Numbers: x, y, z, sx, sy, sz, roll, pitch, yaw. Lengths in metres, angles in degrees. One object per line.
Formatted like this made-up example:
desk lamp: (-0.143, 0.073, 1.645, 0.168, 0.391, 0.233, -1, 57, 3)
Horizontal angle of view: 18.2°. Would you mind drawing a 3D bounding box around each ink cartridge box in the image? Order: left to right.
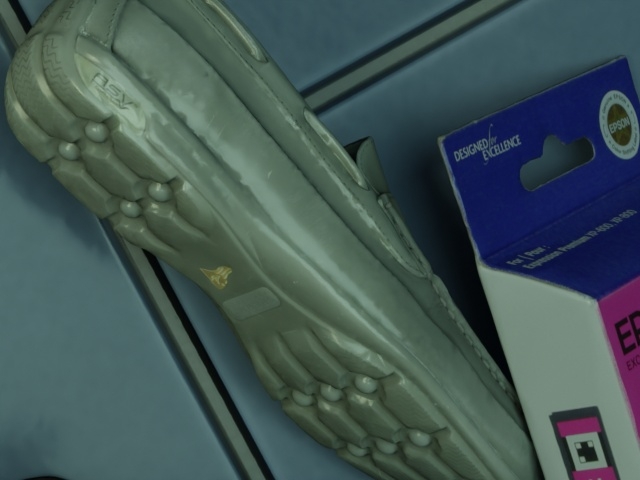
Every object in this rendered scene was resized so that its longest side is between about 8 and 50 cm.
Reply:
ink cartridge box: (0.177, 0.100, 0.946, 0.176, 0.069, 0.371, -25, 97, -49)

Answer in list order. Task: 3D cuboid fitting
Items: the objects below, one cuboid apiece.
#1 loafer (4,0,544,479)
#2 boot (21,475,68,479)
loafer: (0.000, 0.000, 0.896, 0.319, 0.112, 0.111, 48, 56, -21)
boot: (-0.152, 0.176, 0.778, 0.263, 0.229, 0.091, -38, 102, -16)
